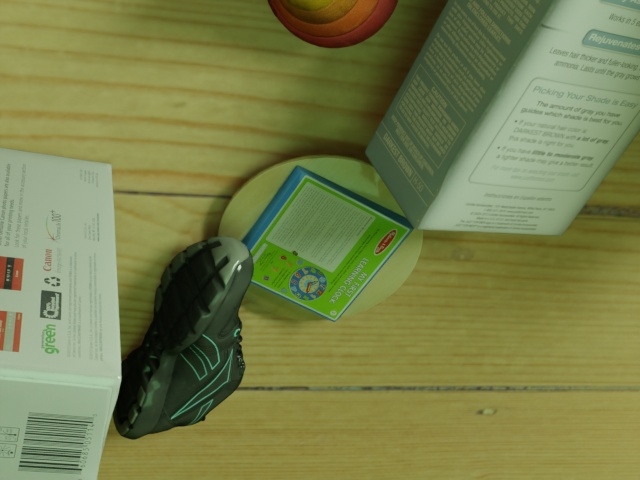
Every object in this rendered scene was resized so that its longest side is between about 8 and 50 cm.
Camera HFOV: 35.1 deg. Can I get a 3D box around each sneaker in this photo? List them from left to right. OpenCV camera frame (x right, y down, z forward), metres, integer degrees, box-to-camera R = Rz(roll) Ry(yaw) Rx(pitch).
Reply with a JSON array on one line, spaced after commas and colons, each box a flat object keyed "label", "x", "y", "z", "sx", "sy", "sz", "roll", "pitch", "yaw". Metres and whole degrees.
[{"label": "sneaker", "x": -0.124, "y": 0.100, "z": 1.038, "sx": 0.106, "sy": 0.101, "sz": 0.267, "roll": 10, "pitch": 129, "yaw": -33}]

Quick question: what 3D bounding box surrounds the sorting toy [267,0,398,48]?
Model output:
[{"label": "sorting toy", "x": 0.070, "y": -0.297, "z": 0.757, "sx": 0.127, "sy": 0.126, "sz": 0.365, "roll": 39, "pitch": 111, "yaw": 0}]

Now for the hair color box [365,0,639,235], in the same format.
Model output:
[{"label": "hair color box", "x": 0.210, "y": -0.176, "z": 0.851, "sx": 0.185, "sy": 0.113, "sz": 0.374, "roll": 2, "pitch": 133, "yaw": -34}]

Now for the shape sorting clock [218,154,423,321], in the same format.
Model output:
[{"label": "shape sorting clock", "x": 0.000, "y": 0.000, "z": 1.017, "sx": 0.206, "sy": 0.040, "sz": 0.206, "roll": 0, "pitch": 125, "yaw": 0}]

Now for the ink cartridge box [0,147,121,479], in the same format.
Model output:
[{"label": "ink cartridge box", "x": -0.308, "y": 0.044, "z": 0.810, "sx": 0.272, "sy": 0.309, "sz": 0.130, "roll": 8, "pitch": 121, "yaw": -18}]
